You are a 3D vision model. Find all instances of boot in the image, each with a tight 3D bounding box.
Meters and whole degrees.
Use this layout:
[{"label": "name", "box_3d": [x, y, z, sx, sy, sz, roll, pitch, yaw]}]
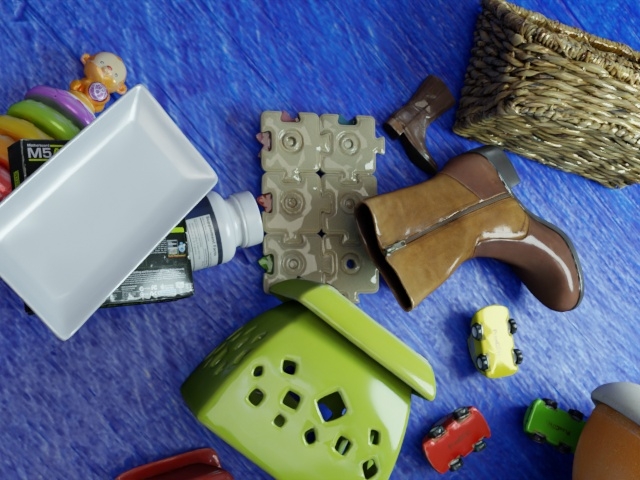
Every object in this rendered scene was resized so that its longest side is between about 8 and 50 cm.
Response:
[{"label": "boot", "box_3d": [0.157, -0.162, 1.348, 0.114, 0.037, 0.106, -45, 100, -21]}, {"label": "boot", "box_3d": [0.200, 0.020, 1.251, 0.280, 0.096, 0.264, -29, 92, -43]}]

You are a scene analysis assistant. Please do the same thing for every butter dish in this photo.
[{"label": "butter dish", "box_3d": [-0.143, 0.332, 1.138, 0.160, 0.118, 0.159, -6, 83, -44]}]

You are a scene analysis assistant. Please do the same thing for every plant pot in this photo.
[{"label": "plant pot", "box_3d": [-0.011, 0.173, 1.145, 0.228, 0.227, 0.207, 38, 82, -10]}]

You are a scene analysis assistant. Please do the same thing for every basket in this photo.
[{"label": "basket", "box_3d": [0.363, -0.222, 1.322, 0.299, 0.213, 0.223, 17, 80, -15]}]

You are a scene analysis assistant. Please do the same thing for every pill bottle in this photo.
[{"label": "pill bottle", "box_3d": [-0.161, -0.009, 1.201, 0.169, 0.094, 0.094, -15, 89, -18]}]

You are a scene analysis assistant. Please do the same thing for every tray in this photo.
[{"label": "tray", "box_3d": [-0.235, -0.035, 1.032, 0.145, 0.030, 0.270, 51, 55, -17]}]

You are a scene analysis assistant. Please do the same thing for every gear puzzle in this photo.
[{"label": "gear puzzle", "box_3d": [0.000, 0.000, 1.282, 0.176, 0.044, 0.338, 0, 87, -19]}]

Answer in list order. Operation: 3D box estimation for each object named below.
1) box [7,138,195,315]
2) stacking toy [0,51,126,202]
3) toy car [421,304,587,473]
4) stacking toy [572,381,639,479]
[{"label": "box", "box_3d": [-0.238, -0.018, 1.074, 0.191, 0.045, 0.184, -4, 81, -39]}, {"label": "stacking toy", "box_3d": [-0.322, -0.115, 1.150, 0.175, 0.166, 0.301, 40, 63, -13]}, {"label": "toy car", "box_3d": [0.262, 0.230, 1.327, 0.225, 0.053, 0.239, 26, 78, -13]}, {"label": "stacking toy", "box_3d": [0.354, 0.447, 1.202, 0.351, 0.350, 0.480, 41, 88, -9]}]
